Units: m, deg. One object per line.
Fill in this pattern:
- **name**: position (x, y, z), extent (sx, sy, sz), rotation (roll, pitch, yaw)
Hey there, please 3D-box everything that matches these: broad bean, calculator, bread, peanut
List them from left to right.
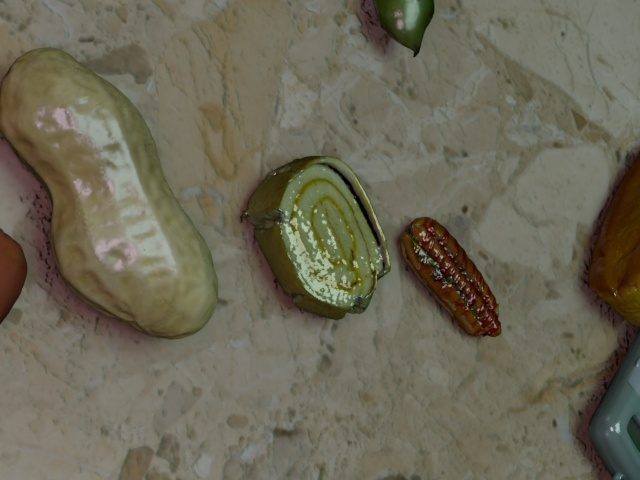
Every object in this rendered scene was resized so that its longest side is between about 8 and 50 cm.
- **peanut**: position (-0.185, -0.034, 1.544), extent (0.125, 0.111, 0.274), rotation (-30, 94, -23)
- **bread**: position (0.000, 0.000, 1.702), extent (0.117, 0.064, 0.156), rotation (-27, 96, -35)
- **broad bean**: position (0.083, -0.332, 1.862), extent (0.098, 0.056, 0.318), rotation (5, 70, -30)
- **calculator**: position (0.361, 0.171, 1.939), extent (0.141, 0.045, 0.246), rotation (53, 54, -25)
- **bread**: position (0.367, -0.022, 1.968), extent (0.094, 0.102, 0.245), rotation (45, 57, -23)

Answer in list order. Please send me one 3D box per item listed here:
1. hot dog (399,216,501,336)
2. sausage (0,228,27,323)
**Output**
- **hot dog**: position (0.132, 0.038, 1.809), extent (0.144, 0.038, 0.062), rotation (52, 53, -16)
- **sausage**: position (-0.296, 0.069, 1.449), extent (0.077, 0.077, 0.194), rotation (40, 57, -23)
